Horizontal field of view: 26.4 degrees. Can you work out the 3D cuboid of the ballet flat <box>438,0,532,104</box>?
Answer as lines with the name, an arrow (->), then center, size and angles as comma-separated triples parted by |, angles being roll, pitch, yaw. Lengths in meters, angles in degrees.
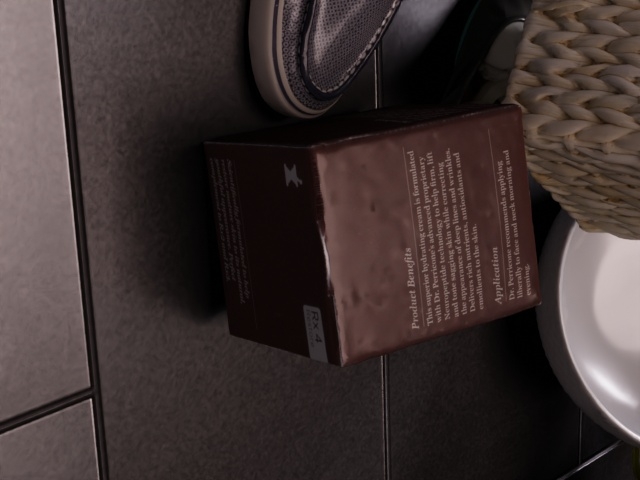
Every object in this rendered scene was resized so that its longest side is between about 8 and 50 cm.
ballet flat -> 0.158, -0.122, 1.268 | 0.095, 0.096, 0.280 | 41, 72, -44

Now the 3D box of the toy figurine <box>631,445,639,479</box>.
toy figurine -> 0.506, 0.149, 1.647 | 0.217, 0.191, 0.362 | 30, 68, -58

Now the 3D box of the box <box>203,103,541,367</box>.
box -> 0.042, -0.014, 1.087 | 0.203, 0.167, 0.168 | -13, 102, -31

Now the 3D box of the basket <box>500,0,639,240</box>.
basket -> 0.373, -0.139, 1.197 | 0.328, 0.331, 0.266 | 32, 73, -59

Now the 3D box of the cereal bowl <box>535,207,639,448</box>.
cereal bowl -> 0.379, 0.065, 1.474 | 0.339, 0.141, 0.338 | 1, 85, -16

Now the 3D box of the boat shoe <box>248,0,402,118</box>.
boat shoe -> 0.063, -0.254, 1.084 | 0.127, 0.158, 0.340 | 19, 88, -47
